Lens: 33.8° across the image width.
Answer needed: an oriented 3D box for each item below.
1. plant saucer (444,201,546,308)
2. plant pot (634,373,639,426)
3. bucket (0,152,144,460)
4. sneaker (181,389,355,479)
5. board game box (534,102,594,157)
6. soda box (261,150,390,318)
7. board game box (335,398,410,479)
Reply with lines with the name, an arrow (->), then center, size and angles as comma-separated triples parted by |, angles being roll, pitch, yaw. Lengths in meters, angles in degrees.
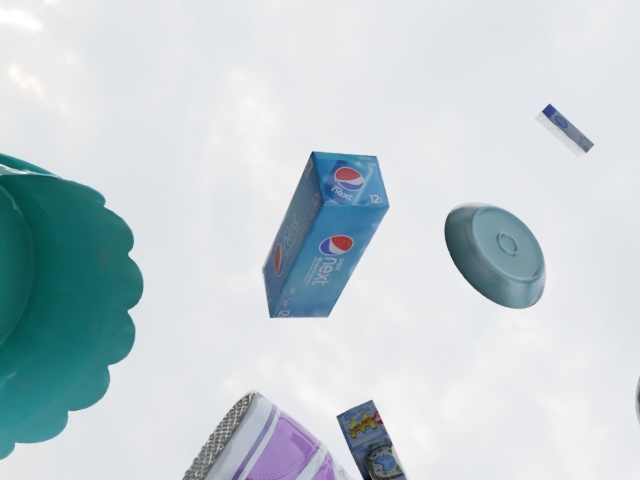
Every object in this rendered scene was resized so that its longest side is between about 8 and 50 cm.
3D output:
plant saucer -> 0.171, 0.008, 0.991 | 0.021, 0.119, 0.119 | -46, -112, 43
plant pot -> 0.540, 0.219, 1.400 | 0.195, 0.290, 0.290 | 14, -59, 47
bucket -> -0.331, 0.050, 0.995 | 0.183, 0.281, 0.281 | 15, -57, 43
sneaker -> -0.066, 0.267, 0.784 | 0.161, 0.282, 0.102 | 42, -26, -10
board game box -> 0.360, -0.162, 1.556 | 0.090, 0.020, 0.090 | 44, 4, 3
soda box -> 0.000, 0.000, 1.086 | 0.210, 0.071, 0.067 | 117, -31, -51
board game box -> 0.089, 0.323, 1.408 | 0.194, 0.060, 0.194 | -116, -179, -77
